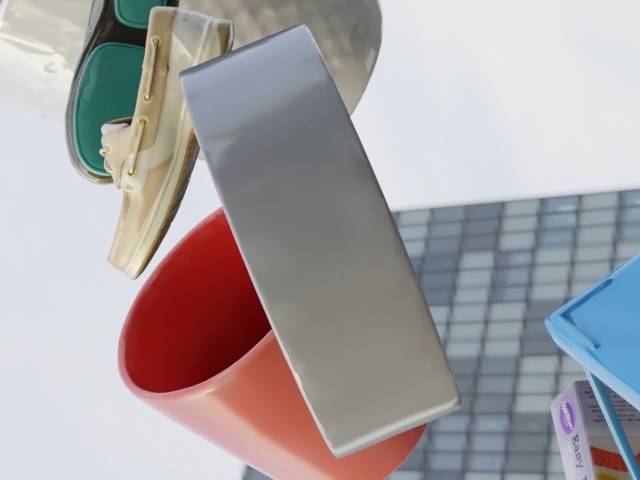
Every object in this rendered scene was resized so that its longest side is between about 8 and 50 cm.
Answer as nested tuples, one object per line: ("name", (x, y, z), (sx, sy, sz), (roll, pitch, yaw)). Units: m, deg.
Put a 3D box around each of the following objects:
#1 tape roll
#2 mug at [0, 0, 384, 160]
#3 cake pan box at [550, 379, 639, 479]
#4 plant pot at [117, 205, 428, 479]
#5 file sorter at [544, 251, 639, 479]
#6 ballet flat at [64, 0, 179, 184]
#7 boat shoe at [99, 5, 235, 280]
("tape roll", (0.000, 0.000, 0.715), (0.219, 0.072, 0.219), (-22, -90, -89))
("mug", (-0.103, -0.253, 1.180), (0.328, 0.276, 0.374), (21, -83, -27))
("cake pan box", (0.355, 0.243, 1.203), (0.070, 0.267, 0.246), (115, 154, -59))
("plant pot", (-0.029, 0.119, 1.372), (0.243, 0.275, 0.275), (48, -133, -30))
("file sorter", (0.188, 0.039, 0.451), (0.170, 0.118, 0.104), (-34, -58, -9))
("ballet flat", (-0.133, -0.135, 0.952), (0.072, 0.068, 0.213), (12, -103, -13))
("boat shoe", (-0.103, -0.061, 0.822), (0.063, 0.059, 0.170), (-79, 9, -78))
